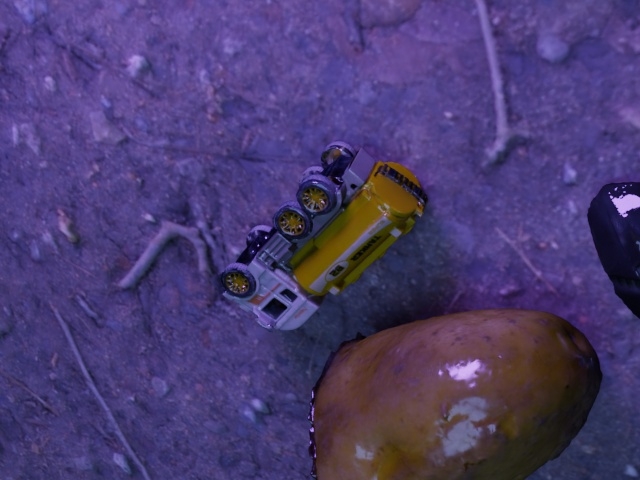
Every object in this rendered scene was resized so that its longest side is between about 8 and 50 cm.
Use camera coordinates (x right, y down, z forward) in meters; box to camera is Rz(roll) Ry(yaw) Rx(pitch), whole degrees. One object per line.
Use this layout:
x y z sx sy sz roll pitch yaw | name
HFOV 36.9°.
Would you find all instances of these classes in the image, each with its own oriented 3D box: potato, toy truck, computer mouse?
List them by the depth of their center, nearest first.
0.314 0.026 0.861 0.192 0.062 0.106 49 126 -5 | computer mouse
0.143 0.162 0.930 0.266 0.229 0.229 -26 104 38 | potato
0.000 0.000 0.973 0.114 0.098 0.227 40 125 -7 | toy truck
